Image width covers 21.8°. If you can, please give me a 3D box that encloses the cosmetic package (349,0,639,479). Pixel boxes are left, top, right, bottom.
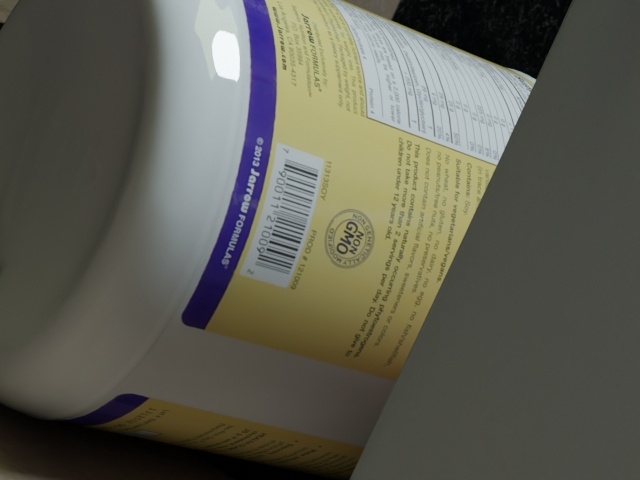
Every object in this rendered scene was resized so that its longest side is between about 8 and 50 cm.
[{"bbox_3d":[0.232,0.130,0.502,0.329,0.327,0.393,19,11,-23],"label":"cosmetic package"}]

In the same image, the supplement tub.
[{"bbox_3d":[0.000,0.000,0.854,0.331,0.241,0.241,18,13,-35],"label":"supplement tub"}]
